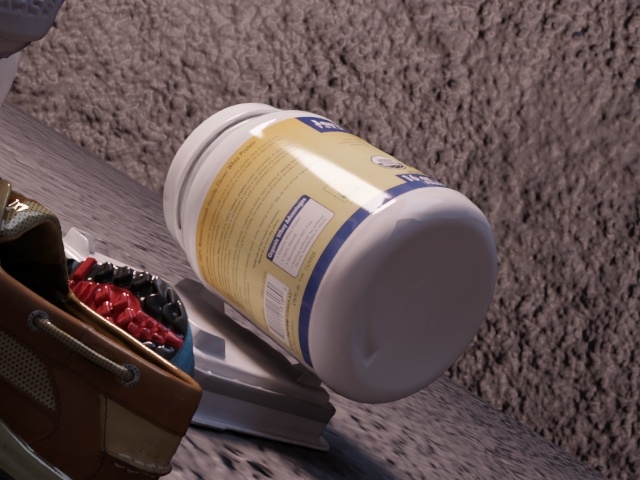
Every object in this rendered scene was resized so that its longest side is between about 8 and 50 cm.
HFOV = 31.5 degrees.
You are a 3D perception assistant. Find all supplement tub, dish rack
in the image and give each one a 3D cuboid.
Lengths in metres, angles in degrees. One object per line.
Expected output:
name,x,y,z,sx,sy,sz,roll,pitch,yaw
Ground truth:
supplement tub,0.000,0.000,1.170,0.316,0.228,0.228,34,3,42
dish rack,-0.134,0.092,1.124,0.285,0.072,0.333,33,1,31

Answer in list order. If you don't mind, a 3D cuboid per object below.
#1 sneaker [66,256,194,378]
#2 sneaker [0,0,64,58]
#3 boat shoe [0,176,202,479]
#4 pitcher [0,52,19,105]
sneaker,-0.201,0.065,0.784,0.262,0.104,0.125,22,-35,25
sneaker,-0.297,-0.103,0.776,0.137,0.210,0.366,17,1,-36
boat shoe,-0.193,0.024,0.637,0.324,0.120,0.122,41,2,15
pitcher,-0.341,-0.114,0.970,0.125,0.207,0.178,30,4,-36
